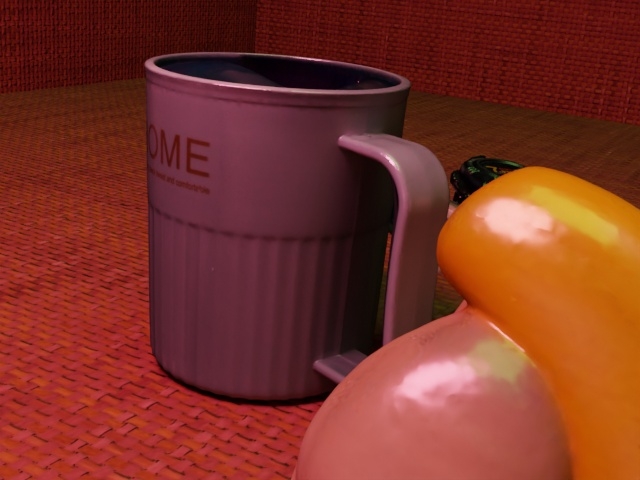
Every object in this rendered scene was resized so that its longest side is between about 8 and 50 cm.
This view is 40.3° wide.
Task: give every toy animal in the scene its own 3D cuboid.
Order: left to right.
[{"bbox_3d":[0.168,0.148,0.646,0.277,0.345,0.247,34,-6,20],"label":"toy animal"}]

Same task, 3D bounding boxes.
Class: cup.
[{"bbox_3d":[-0.020,-0.016,0.896,0.331,0.311,0.257,11,19,18],"label":"cup"}]

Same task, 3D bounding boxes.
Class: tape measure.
[{"bbox_3d":[0.317,-0.069,1.477,0.199,0.112,0.186,5,24,-17],"label":"tape measure"}]

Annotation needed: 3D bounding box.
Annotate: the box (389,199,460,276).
[{"bbox_3d":[0.232,0.038,0.977,0.343,0.065,0.200,25,10,-24],"label":"box"}]
